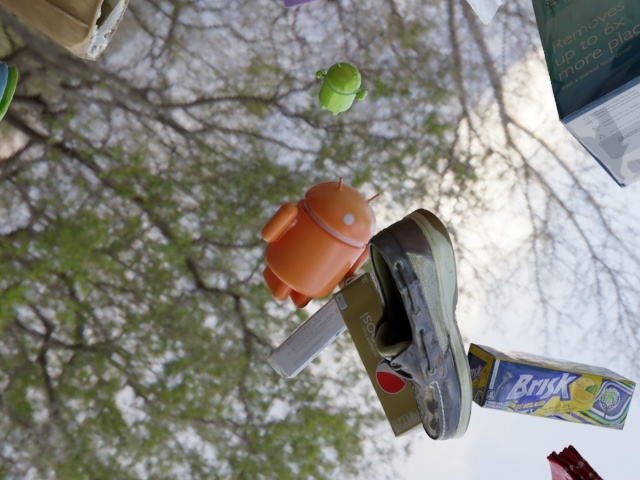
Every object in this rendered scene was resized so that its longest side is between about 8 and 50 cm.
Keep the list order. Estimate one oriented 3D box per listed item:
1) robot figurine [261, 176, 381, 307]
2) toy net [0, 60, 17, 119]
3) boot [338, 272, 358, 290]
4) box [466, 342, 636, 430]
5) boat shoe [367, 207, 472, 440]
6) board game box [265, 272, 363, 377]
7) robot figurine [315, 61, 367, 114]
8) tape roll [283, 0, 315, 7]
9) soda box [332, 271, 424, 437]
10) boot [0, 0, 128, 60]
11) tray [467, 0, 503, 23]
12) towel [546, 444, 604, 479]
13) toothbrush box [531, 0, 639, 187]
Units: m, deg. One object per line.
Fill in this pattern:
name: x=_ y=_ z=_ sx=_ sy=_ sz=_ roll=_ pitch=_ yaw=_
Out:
robot figurine: x=-0.001 y=0.000 z=1.500 sx=0.219 sy=0.158 sz=0.128 roll=-53 pitch=179 yaw=19
toy net: x=-0.380 y=-0.077 z=1.002 sx=0.232 sy=0.045 sz=0.122 roll=-52 pitch=-140 yaw=21
boot: x=0.111 y=0.146 z=2.127 sx=0.073 sy=0.197 sz=0.152 roll=-48 pitch=-177 yaw=-3
box: x=0.231 y=0.149 z=0.996 sx=0.059 sy=0.169 sz=0.054 roll=-150 pitch=-108 yaw=-71
boat shoe: x=0.081 y=0.083 z=0.861 sx=0.073 sy=0.223 sz=0.080 roll=-17 pitch=-155 yaw=-18
board game box: x=-0.003 y=0.150 z=1.642 sx=0.193 sy=0.053 sz=0.305 roll=-42 pitch=177 yaw=-9
robot figurine: x=0.036 y=-0.287 z=1.832 sx=0.067 sy=0.101 sz=0.115 roll=-60 pitch=178 yaw=-33
tape roll: x=0.061 y=-0.465 z=1.616 sx=0.275 sy=0.090 sz=0.275 roll=-14 pitch=-165 yaw=4
soda box: x=0.084 y=0.127 z=1.107 sx=0.058 sy=0.061 sz=0.181 roll=-35 pitch=-112 yaw=29
boot: x=-0.346 y=-0.267 z=1.027 sx=0.236 sy=0.269 sz=0.089 roll=-60 pitch=178 yaw=40
tray: x=0.211 y=-0.364 z=1.250 sx=0.030 sy=0.145 sz=0.270 roll=-1 pitch=-175 yaw=15
towel: x=0.323 y=0.360 z=1.000 sx=0.031 sy=0.199 sz=0.275 roll=-23 pitch=-143 yaw=-12
toothbrush box: x=0.336 y=-0.233 z=0.967 sx=0.216 sy=0.126 sz=0.295 roll=-29 pitch=-140 yaw=30
